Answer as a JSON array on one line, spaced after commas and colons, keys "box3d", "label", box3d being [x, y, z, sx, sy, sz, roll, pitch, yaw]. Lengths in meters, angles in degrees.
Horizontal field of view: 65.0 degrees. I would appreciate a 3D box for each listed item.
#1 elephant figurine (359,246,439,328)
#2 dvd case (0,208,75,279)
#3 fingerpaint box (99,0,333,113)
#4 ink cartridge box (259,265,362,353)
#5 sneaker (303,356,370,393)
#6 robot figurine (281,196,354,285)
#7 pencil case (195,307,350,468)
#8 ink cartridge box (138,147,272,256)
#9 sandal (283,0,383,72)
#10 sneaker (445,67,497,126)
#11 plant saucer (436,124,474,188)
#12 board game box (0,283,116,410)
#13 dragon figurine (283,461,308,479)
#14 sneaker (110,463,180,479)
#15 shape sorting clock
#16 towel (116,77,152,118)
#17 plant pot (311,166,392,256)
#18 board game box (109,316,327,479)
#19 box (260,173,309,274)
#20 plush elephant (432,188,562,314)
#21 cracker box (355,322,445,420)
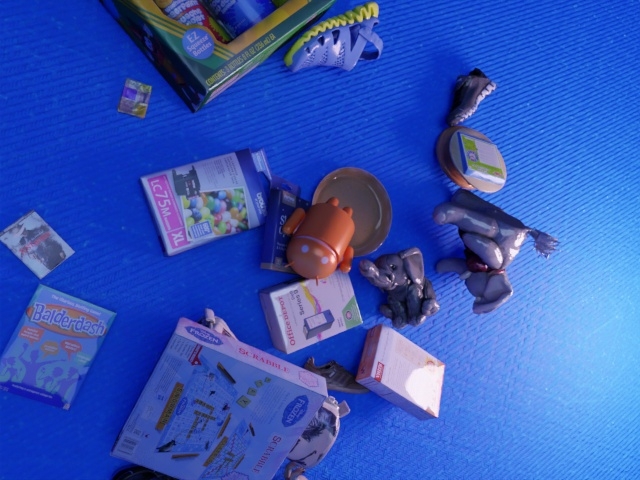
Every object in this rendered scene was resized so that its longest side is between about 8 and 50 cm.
[{"box3d": [0.199, 0.091, 1.285, 0.170, 0.186, 0.239, -30, 108, -1], "label": "elephant figurine"}, {"box3d": [-0.580, 0.008, 1.026, 0.087, 0.013, 0.119, -44, 103, -21], "label": "dvd case"}, {"box3d": [-0.232, -0.582, 1.145, 0.445, 0.163, 0.371, -44, 104, -21], "label": "fingerpaint box"}, {"box3d": [-0.024, 0.164, 1.223, 0.213, 0.093, 0.154, -17, 94, -23], "label": "ink cartridge box"}, {"box3d": [0.046, 0.338, 1.255, 0.189, 0.066, 0.071, 15, 79, -23], "label": "sneaker"}, {"box3d": [0.002, 0.001, 1.176, 0.219, 0.128, 0.158, -61, 139, -33], "label": "robot figurine"}, {"box3d": [-0.140, 0.329, 1.118, 0.410, 0.160, 0.183, 40, 85, -16], "label": "pencil case"}, {"box3d": [-0.237, -0.099, 1.166, 0.311, 0.065, 0.185, -20, 95, -26], "label": "ink cartridge box"}, {"box3d": [0.050, -0.500, 1.294, 0.318, 0.126, 0.138, -33, 103, -21], "label": "sandal"}, {"box3d": [0.423, -0.428, 1.481, 0.106, 0.078, 0.234, 49, 65, -11], "label": "sneaker"}, {"box3d": [0.430, -0.249, 1.470, 0.200, 0.037, 0.199, 7, 73, -25], "label": "plant saucer"}, {"box3d": [-0.535, 0.213, 1.012, 0.160, 0.047, 0.210, 26, 75, -20], "label": "board game box"}, {"box3d": [-0.089, 0.611, 1.162, 0.290, 0.085, 0.143, -16, 92, -26], "label": "dragon figurine"}, {"box3d": [-0.321, 0.498, 1.063, 0.233, 0.090, 0.081, -9, 90, -24], "label": "sneaker"}, {"box3d": [0.446, -0.228, 1.426, 0.206, 0.040, 0.206, 14, 58, -24], "label": "shape sorting clock"}, {"box3d": [-0.416, -0.318, 1.127, 0.060, 0.009, 0.083, 17, 80, -22], "label": "towel"}, {"box3d": [0.080, -0.074, 1.321, 0.237, 0.032, 0.236, 2, 86, -24], "label": "plant pot"}, {"box3d": [-0.201, 0.349, 0.999, 0.318, 0.066, 0.318, 27, 107, -13], "label": "board game box"}, {"box3d": [-0.080, -0.036, 1.205, 0.136, 0.037, 0.225, 18, 75, -59], "label": "box"}, {"box3d": [0.439, 0.041, 1.378, 0.330, 0.272, 0.255, 26, 115, 11], "label": "plush elephant"}, {"box3d": [0.211, 0.341, 1.302, 0.232, 0.067, 0.155, 36, 50, -18], "label": "cracker box"}]
